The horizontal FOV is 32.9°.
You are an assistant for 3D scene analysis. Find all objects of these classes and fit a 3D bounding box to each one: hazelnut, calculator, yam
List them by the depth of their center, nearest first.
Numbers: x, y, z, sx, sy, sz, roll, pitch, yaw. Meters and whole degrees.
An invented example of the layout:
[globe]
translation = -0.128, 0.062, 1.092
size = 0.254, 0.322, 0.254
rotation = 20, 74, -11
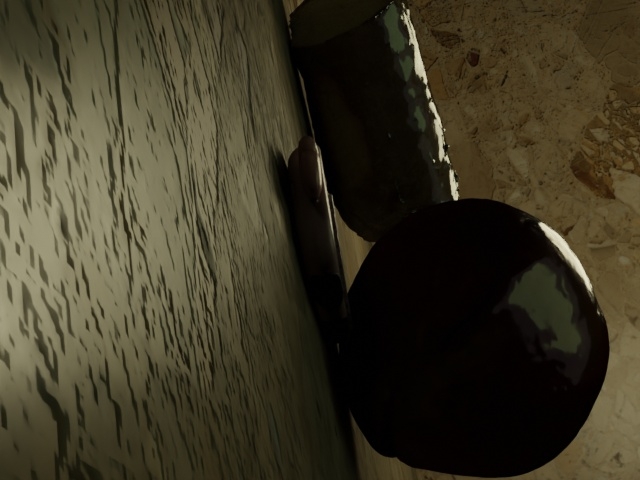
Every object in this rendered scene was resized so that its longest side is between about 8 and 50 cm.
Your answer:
[calculator]
translation = 0.000, 0.000, 0.681
size = 0.166, 0.024, 0.103
rotation = 77, 4, -51
[hazelnut]
translation = 0.094, 0.074, 0.750
size = 0.208, 0.208, 0.208
rotation = -11, 90, -86
[yam]
translation = 0.051, -0.118, 1.024
size = 0.129, 0.128, 0.238
rotation = -49, 130, -41
